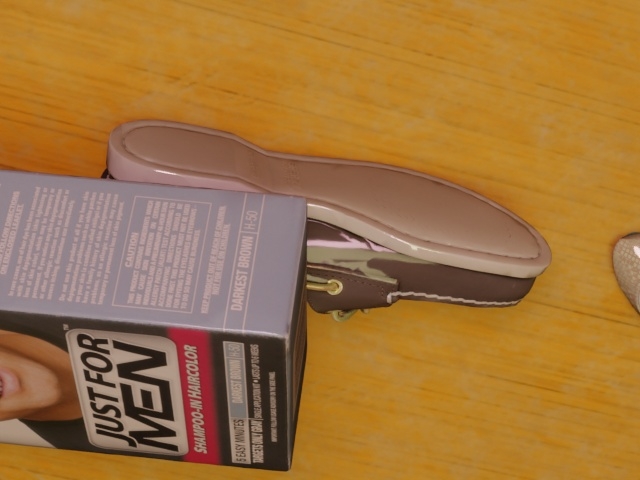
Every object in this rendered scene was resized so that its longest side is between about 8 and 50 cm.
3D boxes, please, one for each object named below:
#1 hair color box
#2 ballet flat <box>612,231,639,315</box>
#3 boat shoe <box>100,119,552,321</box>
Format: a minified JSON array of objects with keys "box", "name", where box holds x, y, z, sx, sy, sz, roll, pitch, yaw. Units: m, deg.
[{"box":[-0.199,0.048,1.110,0.374,0.113,0.185,6,146,3],"name":"hair color box"},{"box":[0.282,0.064,1.293,0.057,0.052,0.168,-33,113,8],"name":"ballet flat"},{"box":[0.000,0.000,1.197,0.324,0.116,0.097,12,116,-8],"name":"boat shoe"}]
